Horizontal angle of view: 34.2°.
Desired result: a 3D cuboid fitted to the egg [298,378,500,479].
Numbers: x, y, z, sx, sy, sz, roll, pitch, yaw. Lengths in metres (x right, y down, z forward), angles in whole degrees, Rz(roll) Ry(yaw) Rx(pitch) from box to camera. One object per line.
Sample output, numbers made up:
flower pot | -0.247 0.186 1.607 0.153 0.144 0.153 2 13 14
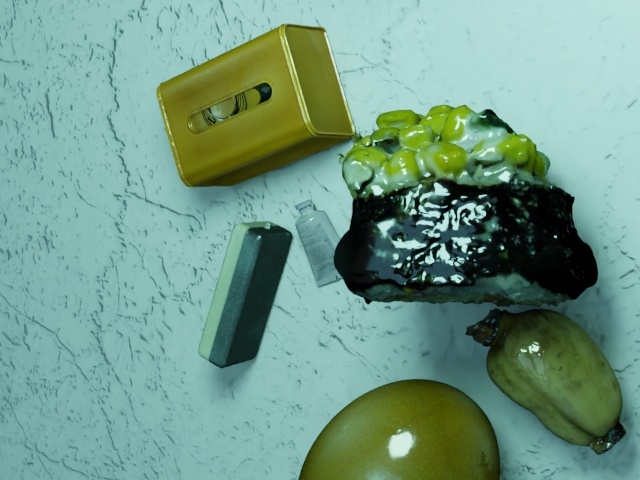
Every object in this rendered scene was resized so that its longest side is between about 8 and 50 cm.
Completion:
egg | 0.116 0.367 1.544 0.282 0.282 0.351 43 108 20

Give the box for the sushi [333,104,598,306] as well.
sushi | 0.202 -0.051 1.435 0.328 0.328 0.285 -2 83 33

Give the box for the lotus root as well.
lotus root | 0.328 0.189 1.483 0.257 0.140 0.154 48 146 7

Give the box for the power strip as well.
power strip | -0.127 0.085 1.766 0.070 0.105 0.257 26 107 26

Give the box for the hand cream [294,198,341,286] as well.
hand cream | 0.000 0.000 1.722 0.084 0.053 0.142 -21 99 32

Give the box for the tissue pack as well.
tissue pack | -0.110 -0.218 1.707 0.274 0.145 0.195 -20 83 30
